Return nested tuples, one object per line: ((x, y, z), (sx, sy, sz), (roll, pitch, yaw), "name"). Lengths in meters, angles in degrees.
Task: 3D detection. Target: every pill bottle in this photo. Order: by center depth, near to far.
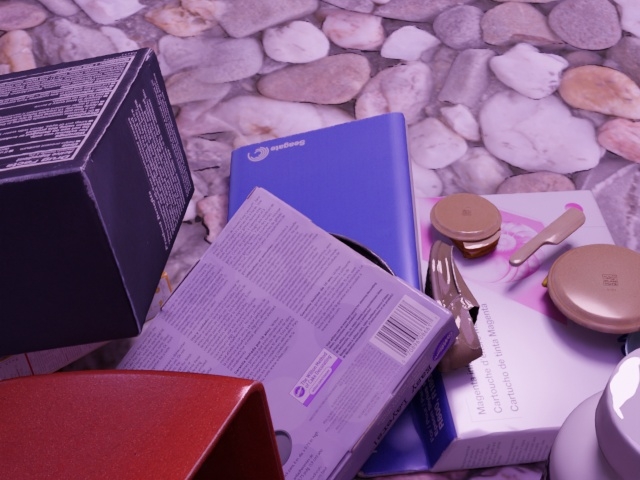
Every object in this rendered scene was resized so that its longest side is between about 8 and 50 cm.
((0.257, 0.221, 0.943), (0.169, 0.301, 0.169), (3, 46, -3), "pill bottle")

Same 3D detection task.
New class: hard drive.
((0.000, 0.000, 1.266), (0.210, 0.040, 0.318), (-12, 46, 12), "hard drive")

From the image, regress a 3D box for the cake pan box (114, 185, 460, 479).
((-0.036, 0.108, 1.114), (0.246, 0.070, 0.267), (32, 80, 22), "cake pan box")

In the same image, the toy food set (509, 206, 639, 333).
((0.296, 0.051, 1.195), (0.132, 0.038, 0.192), (-33, 53, -29), "toy food set")

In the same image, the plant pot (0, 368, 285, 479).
((-0.191, 0.256, 0.919), (0.236, 0.267, 0.267), (13, 45, 24), "plant pot")

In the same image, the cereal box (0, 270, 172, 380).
((-0.289, 0.076, 1.173), (0.240, 0.047, 0.173), (-28, 33, -27), "cereal box")

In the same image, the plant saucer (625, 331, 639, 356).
((0.355, 0.125, 1.152), (0.119, 0.021, 0.119), (7, 44, -7), "plant saucer")

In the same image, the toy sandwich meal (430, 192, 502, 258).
((0.158, -0.018, 1.263), (0.086, 0.029, 0.085), (0, 41, 0), "toy sandwich meal")

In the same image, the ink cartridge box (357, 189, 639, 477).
((0.174, 0.083, 1.231), (0.330, 0.071, 0.324), (-3, 47, -10), "ink cartridge box")

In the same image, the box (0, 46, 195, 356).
((-0.304, -0.032, 1.128), (0.296, 0.182, 0.294), (-9, 27, 10), "box")

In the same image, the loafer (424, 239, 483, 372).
((0.132, 0.066, 1.166), (0.050, 0.056, 0.148), (0, 57, -1), "loafer")
